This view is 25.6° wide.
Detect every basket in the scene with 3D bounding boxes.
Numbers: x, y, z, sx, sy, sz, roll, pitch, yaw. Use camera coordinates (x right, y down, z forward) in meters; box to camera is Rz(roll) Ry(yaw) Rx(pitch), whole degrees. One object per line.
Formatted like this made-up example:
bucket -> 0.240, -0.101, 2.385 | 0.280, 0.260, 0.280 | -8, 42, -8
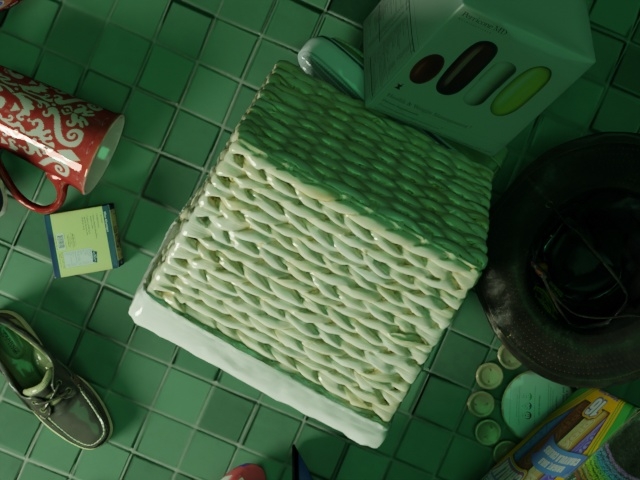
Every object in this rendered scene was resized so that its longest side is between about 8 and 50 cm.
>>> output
basket -> 0.000, 0.000, 1.639 | 0.331, 0.328, 0.266 | 27, 114, -4

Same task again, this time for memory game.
memory game -> 0.285, 0.216, 1.851 | 0.186, 0.012, 0.186 | 0, 93, -2

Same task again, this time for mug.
mug -> -0.353, -0.130, 1.755 | 0.169, 0.113, 0.150 | 26, 61, 1

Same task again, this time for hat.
hat -> 0.361, 0.017, 1.781 | 0.331, 0.134, 0.331 | 3, 102, 15

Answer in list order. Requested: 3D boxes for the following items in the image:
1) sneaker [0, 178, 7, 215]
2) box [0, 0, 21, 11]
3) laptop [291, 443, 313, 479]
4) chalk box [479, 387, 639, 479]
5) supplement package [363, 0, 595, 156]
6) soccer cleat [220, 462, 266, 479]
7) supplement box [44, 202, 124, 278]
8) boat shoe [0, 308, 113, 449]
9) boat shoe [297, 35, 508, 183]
sneaker -> -0.508, -0.027, 1.750 | 0.235, 0.095, 0.090 | -21, 102, 20
box -> -0.479, -0.396, 1.733 | 0.123, 0.128, 0.257 | -23, 93, 0
laptop -> 0.083, 0.361, 1.742 | 0.264, 0.234, 0.136 | 10, 94, -2
chalk box -> 0.313, 0.347, 1.758 | 0.289, 0.179, 0.180 | -41, 101, -4
supplement package -> 0.184, -0.237, 1.679 | 0.194, 0.203, 0.149 | 18, 50, -24
soccer cleat -> -0.158, 0.392, 1.818 | 0.083, 0.095, 0.248 | 38, 76, -37
supplement box -> -0.301, 0.000, 1.797 | 0.083, 0.056, 0.083 | -9, 94, -1
boat shoe -> -0.356, 0.183, 1.797 | 0.080, 0.073, 0.223 | -40, 93, 1
boat shoe -> 0.106, -0.166, 1.790 | 0.302, 0.109, 0.094 | 40, 75, -11
